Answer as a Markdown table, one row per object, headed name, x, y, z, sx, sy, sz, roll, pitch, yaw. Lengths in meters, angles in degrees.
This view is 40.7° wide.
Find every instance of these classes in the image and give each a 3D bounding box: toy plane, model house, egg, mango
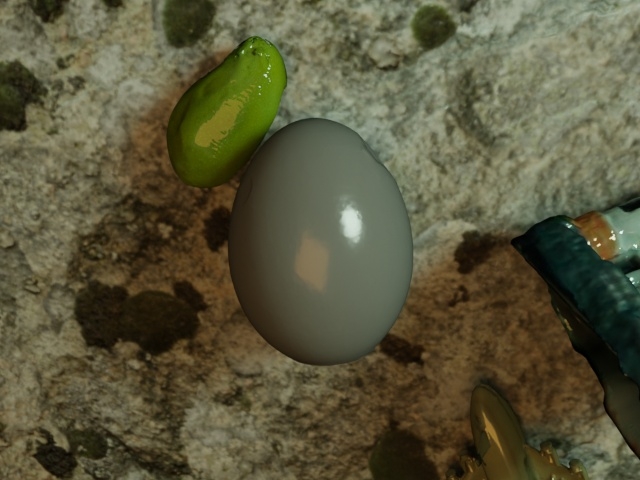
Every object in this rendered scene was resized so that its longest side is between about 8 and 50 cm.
| name | x | y | z | sx | sy | sz | roll | pitch | yaw |
| --- | --- | --- | --- | --- | --- | --- | --- | --- | --- |
| toy plane | 0.216 | 0.273 | 0.943 | 0.242 | 0.104 | 0.256 | -14 | 118 | 33 |
| model house | 0.355 | 0.046 | 0.752 | 0.291 | 0.253 | 0.184 | -25 | 121 | 2 |
| egg | 0.000 | 0.000 | 0.818 | 0.176 | 0.176 | 0.232 | 1 | 103 | 10 |
| mango | -0.093 | -0.122 | 0.836 | 0.091 | 0.074 | 0.165 | 33 | 115 | -3 |
